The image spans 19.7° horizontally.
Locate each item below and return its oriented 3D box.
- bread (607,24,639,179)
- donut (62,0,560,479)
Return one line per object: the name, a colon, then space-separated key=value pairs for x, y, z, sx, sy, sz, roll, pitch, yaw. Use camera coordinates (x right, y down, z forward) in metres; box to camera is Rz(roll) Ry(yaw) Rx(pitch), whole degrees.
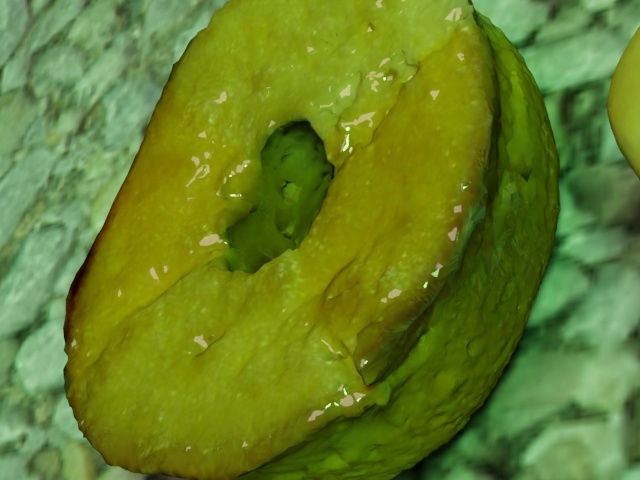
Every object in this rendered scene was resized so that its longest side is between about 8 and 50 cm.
bread: x=0.161 y=-0.054 z=0.456 sx=0.173 sy=0.085 sz=0.134 roll=-53 pitch=45 yaw=10
donut: x=0.002 y=0.000 z=0.604 sx=0.174 sy=0.074 sz=0.190 roll=-12 pitch=58 yaw=44
